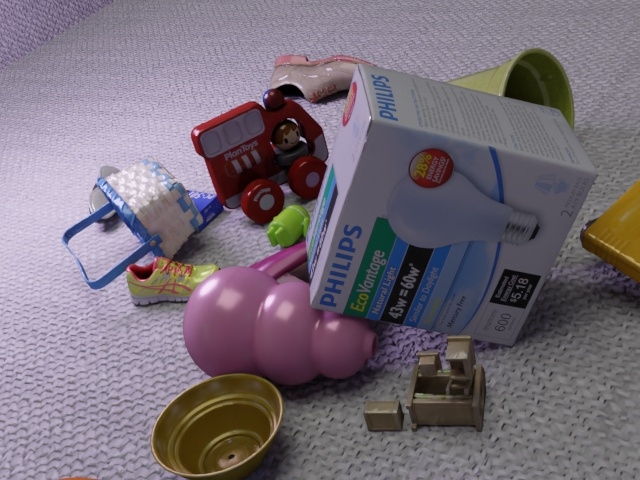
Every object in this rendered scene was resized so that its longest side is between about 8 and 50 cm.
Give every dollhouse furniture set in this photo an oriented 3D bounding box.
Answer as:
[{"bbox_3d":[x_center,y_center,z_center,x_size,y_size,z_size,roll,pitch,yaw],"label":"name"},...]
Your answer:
[{"bbox_3d":[0.154,0.204,1.358,0.181,0.161,0.101,-3,35,18],"label":"dollhouse furniture set"}]

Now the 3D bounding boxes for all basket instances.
[{"bbox_3d":[-0.421,-0.032,1.933,0.289,0.201,0.255,-33,40,-11],"label":"basket"}]

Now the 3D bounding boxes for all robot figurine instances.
[{"bbox_3d":[-0.067,-0.032,1.895,0.101,0.067,0.115,1,36,39],"label":"robot figurine"}]

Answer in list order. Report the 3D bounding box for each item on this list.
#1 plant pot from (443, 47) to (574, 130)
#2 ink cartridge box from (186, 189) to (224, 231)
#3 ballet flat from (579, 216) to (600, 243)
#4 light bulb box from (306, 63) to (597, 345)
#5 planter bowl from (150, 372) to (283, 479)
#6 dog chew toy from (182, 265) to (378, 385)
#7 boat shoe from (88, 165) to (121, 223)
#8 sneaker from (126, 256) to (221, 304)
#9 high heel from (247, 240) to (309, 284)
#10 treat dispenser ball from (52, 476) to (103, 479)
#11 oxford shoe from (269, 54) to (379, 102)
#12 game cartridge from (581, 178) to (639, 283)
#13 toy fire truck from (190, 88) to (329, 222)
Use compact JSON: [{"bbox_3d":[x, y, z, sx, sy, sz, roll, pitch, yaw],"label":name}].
[{"bbox_3d":[0.369,-0.264,1.904,0.254,0.276,0.276,2,36,47],"label":"plant pot"},{"bbox_3d":[-0.343,-0.079,2.108,0.207,0.046,0.097,11,43,35],"label":"ink cartridge box"},{"bbox_3d":[0.604,-0.015,1.561,0.280,0.095,0.096,2,26,9],"label":"ballet flat"},{"bbox_3d":[0.192,-0.055,1.439,0.361,0.358,0.225,11,31,-10],"label":"light bulb box"},{"bbox_3d":[-0.152,0.319,1.389,0.217,0.090,0.217,-12,32,7],"label":"planter bowl"},{"bbox_3d":[-0.065,0.156,1.505,0.331,0.207,0.207,6,38,19],"label":"dog chew toy"},{"bbox_3d":[-0.546,-0.104,2.220,0.081,0.069,0.228,16,33,-14],"label":"boat shoe"},{"bbox_3d":[-0.311,0.074,1.822,0.208,0.094,0.081,-11,32,6],"label":"sneaker"},{"bbox_3d":[0.000,0.000,1.753,0.181,0.127,0.377,27,55,34],"label":"high heel"},{"bbox_3d":[-0.311,0.445,1.093,0.288,0.288,0.288,-12,33,8],"label":"treat dispenser ball"},{"bbox_3d":[0.017,-0.435,2.450,0.348,0.123,0.130,6,65,29],"label":"oxford shoe"},{"bbox_3d":[0.648,-0.002,1.440,0.285,0.053,0.323,-40,57,-21],"label":"game cartridge"},{"bbox_3d":[-0.127,-0.205,2.007,0.302,0.254,0.169,-29,35,-18],"label":"toy fire truck"}]
